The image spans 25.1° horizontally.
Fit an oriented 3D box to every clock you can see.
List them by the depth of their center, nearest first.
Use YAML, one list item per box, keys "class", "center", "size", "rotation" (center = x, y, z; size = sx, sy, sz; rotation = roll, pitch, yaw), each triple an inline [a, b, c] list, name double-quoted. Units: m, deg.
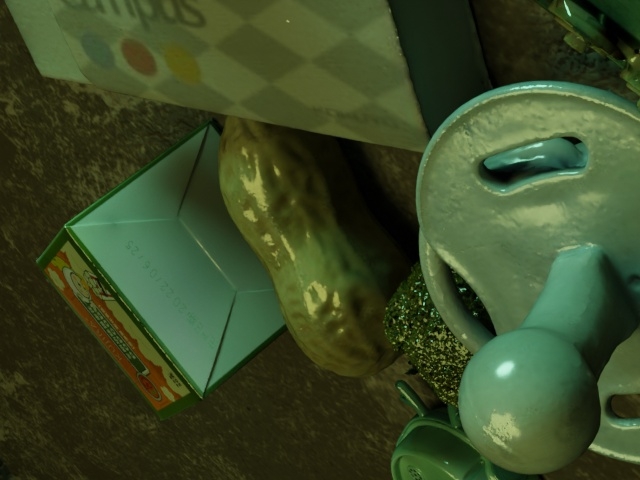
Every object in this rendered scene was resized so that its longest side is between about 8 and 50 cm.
- class: "clock"
  center: [0.128, 0.218, 1.298]
  size: [0.159, 0.066, 0.211]
  rotation: [6, 129, 54]

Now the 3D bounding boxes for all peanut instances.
- class: "peanut"
  center: [0.000, 0.000, 1.155]
  size: [0.123, 0.123, 0.256]
  rotation: [3, 127, 56]

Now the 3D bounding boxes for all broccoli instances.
- class: "broccoli"
  center: [0.118, 0.059, 1.063]
  size: [0.130, 0.131, 0.120]
  rotation: [37, -168, 0]

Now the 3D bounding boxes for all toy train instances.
- class: "toy train"
  center: [0.149, -0.134, 0.748]
  size: [0.194, 0.081, 0.125]
  rotation: [36, -167, -9]

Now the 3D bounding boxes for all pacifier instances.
- class: "pacifier"
  center: [0.142, 0.052, 0.870]
  size: [0.238, 0.226, 0.287]
  rotation: [-12, 113, 37]

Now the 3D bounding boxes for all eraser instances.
- class: "eraser"
  center: [-0.074, -0.167, 1.024]
  size: [0.397, 0.082, 0.213]
  rotation: [14, 138, 37]

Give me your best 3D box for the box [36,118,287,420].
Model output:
- class: "box"
  center: [-0.125, 0.030, 1.318]
  size: [0.195, 0.177, 0.148]
  rotation: [51, 155, -3]
